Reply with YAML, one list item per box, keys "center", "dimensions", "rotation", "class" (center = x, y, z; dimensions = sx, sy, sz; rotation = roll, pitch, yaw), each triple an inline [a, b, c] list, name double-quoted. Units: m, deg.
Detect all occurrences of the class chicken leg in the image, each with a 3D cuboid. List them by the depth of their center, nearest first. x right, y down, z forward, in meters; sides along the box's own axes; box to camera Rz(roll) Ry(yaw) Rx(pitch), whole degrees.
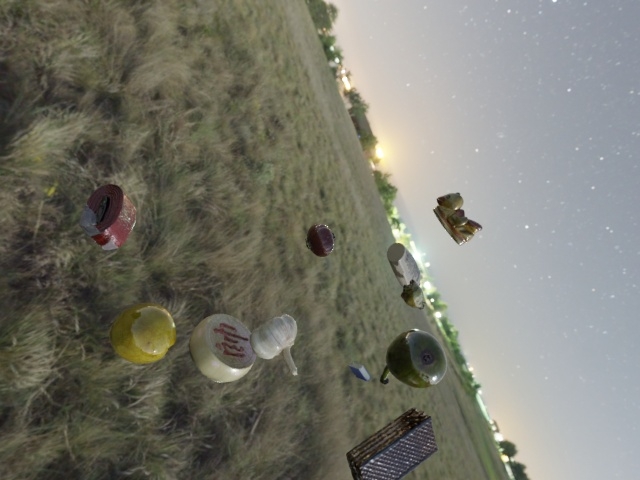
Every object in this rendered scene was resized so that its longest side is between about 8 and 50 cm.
- center: [0.316, 0.186, 1.344]
  dimensions: [0.178, 0.070, 0.093]
  rotation: [43, 44, -51]
  class: "chicken leg"

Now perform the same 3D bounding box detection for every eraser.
- center: [0.158, 0.526, 1.625]
  dimensions: [0.063, 0.027, 0.084]
  rotation: [56, -24, -8]
  class: "eraser"

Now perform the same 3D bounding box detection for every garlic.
- center: [-0.149, 0.403, 1.525]
  dimensions: [0.226, 0.199, 0.199]
  rotation: [55, 8, 18]
  class: "garlic"

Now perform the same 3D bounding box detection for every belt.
- center: [-0.686, -0.071, 1.328]
  dimensions: [0.124, 0.127, 0.201]
  rotation: [83, 8, -59]
  class: "belt"

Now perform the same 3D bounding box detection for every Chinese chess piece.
- center: [-0.381, 0.420, 1.594]
  dimensions: [0.270, 0.112, 0.270]
  rotation: [39, 23, -21]
  class: "Chinese chess piece"

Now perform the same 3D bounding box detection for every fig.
- center: [0.237, 0.335, 1.135]
  dimensions: [0.151, 0.151, 0.259]
  rotation: [70, -23, 14]
  class: "fig"

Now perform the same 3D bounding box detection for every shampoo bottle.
- center: [0.317, 0.106, 1.494]
  dimensions: [0.257, 0.078, 0.127]
  rotation: [49, 46, -45]
  class: "shampoo bottle"

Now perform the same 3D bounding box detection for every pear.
- center: [-0.602, 0.321, 1.398]
  dimensions: [0.209, 0.208, 0.209]
  rotation: [-23, 90, -78]
  class: "pear"

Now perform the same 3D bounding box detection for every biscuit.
- center: [0.189, 0.533, 1.031]
  dimensions: [0.070, 0.252, 0.106]
  rotation: [5, -67, 62]
  class: "biscuit"

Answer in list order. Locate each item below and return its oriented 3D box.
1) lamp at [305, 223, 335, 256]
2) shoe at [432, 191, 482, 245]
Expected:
- center: [0.000, 0.000, 1.211]
  dimensions: [0.101, 0.090, 0.101]
  rotation: [164, -90, -74]
  class: "lamp"
- center: [0.291, -0.047, 0.867]
  dimensions: [0.072, 0.069, 0.109]
  rotation: [26, 35, -63]
  class: "shoe"
